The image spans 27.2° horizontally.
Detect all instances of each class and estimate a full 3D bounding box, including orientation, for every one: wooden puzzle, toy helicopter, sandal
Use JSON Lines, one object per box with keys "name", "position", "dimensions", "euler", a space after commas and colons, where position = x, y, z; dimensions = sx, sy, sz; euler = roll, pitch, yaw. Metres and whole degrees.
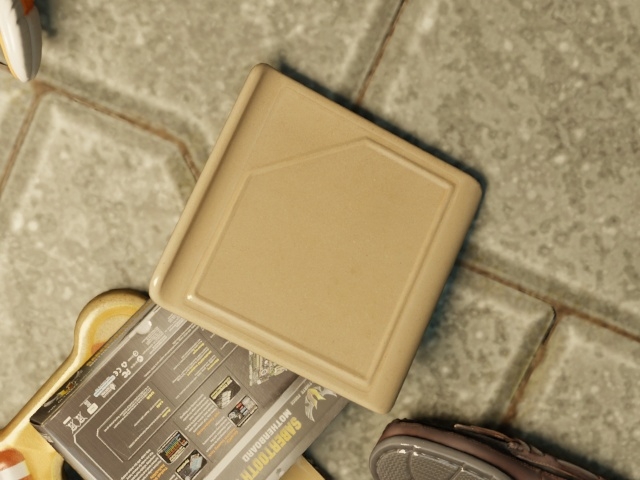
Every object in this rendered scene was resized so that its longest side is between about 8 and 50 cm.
{"name": "wooden puzzle", "position": [0.000, 0.000, 1.107], "dimensions": [0.238, 0.044, 0.221], "euler": [28, 77, -17]}
{"name": "toy helicopter", "position": [-0.272, 0.179, 1.143], "dimensions": [0.235, 0.140, 0.355], "euler": [39, 88, -7]}
{"name": "sandal", "position": [-0.289, -0.244, 1.030], "dimensions": [0.076, 0.102, 0.265], "euler": [-19, 97, 2]}

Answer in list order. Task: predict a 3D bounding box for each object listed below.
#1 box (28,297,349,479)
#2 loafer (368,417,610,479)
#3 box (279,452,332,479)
{"name": "box", "position": [-0.098, 0.134, 1.118], "dimensions": [0.231, 0.056, 0.183], "euler": [-47, 106, -18]}
{"name": "loafer", "position": [0.186, 0.233, 1.209], "dimensions": [0.302, 0.095, 0.109], "euler": [26, 132, -7]}
{"name": "box", "position": [-0.051, 0.302, 1.230], "dimensions": [0.201, 0.021, 0.164], "euler": [-41, 104, 6]}
